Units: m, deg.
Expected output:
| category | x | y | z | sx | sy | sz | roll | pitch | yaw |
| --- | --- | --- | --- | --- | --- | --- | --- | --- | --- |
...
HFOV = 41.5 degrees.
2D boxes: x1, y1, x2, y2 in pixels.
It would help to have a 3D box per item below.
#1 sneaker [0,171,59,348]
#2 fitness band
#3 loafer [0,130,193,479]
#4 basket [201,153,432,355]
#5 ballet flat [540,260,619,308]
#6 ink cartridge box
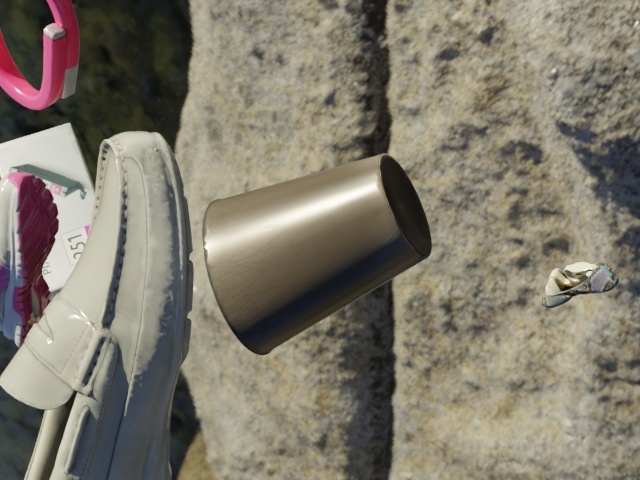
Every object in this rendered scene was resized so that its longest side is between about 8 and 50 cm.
| category | x | y | z | sx | sy | sz | roll | pitch | yaw |
| --- | --- | --- | --- | --- | --- | --- | --- | --- | --- |
| sneaker | -0.402 | 0.022 | 1.053 | 0.111 | 0.103 | 0.252 | 18 | 121 | 0 |
| fitness band | -0.467 | -0.330 | 1.314 | 0.209 | 0.054 | 0.291 | 40 | 143 | 9 |
| loafer | -0.151 | 0.084 | 0.557 | 0.112 | 0.112 | 0.319 | -172 | 87 | -67 |
| basket | 0.000 | 0.000 | 0.983 | 0.227 | 0.154 | 0.204 | -24 | 66 | 22 |
| ballet flat | 0.276 | 0.045 | 0.932 | 0.041 | 0.041 | 0.114 | 51 | 149 | -5 |
| ink cartridge box | -0.453 | -0.023 | 1.286 | 0.060 | 0.239 | 0.275 | 98 | 149 | -65 |
